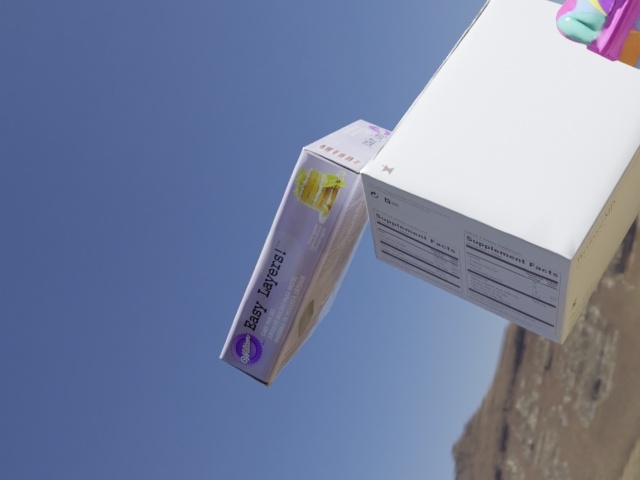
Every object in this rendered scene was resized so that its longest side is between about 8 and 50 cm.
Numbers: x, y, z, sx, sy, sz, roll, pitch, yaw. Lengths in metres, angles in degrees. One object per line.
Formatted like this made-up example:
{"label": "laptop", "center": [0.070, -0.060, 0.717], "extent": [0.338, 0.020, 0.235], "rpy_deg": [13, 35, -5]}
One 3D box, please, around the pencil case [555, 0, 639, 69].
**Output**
{"label": "pencil case", "center": [0.246, -0.231, 0.678], "extent": [0.236, 0.104, 0.104], "rpy_deg": [103, -170, -47]}

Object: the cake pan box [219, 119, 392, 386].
{"label": "cake pan box", "center": [0.000, 0.000, 1.074], "extent": [0.246, 0.070, 0.267], "rpy_deg": [-65, -8, 20]}

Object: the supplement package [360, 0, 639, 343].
{"label": "supplement package", "center": [0.196, -0.077, 0.916], "extent": [0.262, 0.204, 0.145], "rpy_deg": [-54, -27, -23]}
